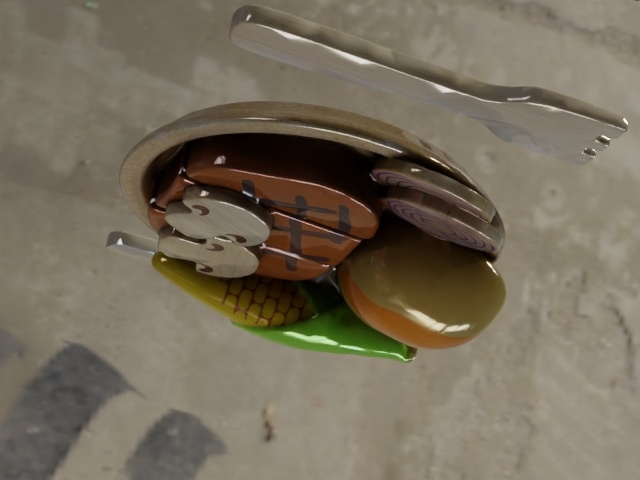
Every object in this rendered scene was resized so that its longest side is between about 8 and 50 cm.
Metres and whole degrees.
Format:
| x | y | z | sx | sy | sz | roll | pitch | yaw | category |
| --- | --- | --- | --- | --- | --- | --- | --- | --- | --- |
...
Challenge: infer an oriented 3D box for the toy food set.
| x | y | z | sx | sy | sz | roll | pitch | yaw | category |
| --- | --- | --- | --- | --- | --- | --- | --- | --- | --- |
| 0.000 | 0.000 | 0.516 | 0.132 | 0.192 | 0.038 | 16 | 65 | -11 | toy food set |
